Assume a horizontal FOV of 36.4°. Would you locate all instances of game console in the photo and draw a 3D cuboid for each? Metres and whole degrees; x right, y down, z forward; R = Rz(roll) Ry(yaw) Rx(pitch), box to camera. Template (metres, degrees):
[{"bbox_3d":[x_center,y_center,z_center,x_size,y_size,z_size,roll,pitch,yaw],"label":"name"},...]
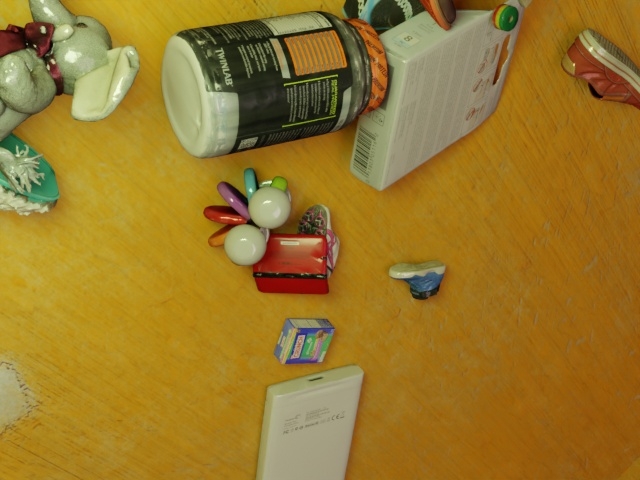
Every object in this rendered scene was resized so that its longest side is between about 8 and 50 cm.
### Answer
[{"bbox_3d":[-0.056,0.047,1.901,0.144,0.085,0.124,1,93,5],"label":"game console"}]

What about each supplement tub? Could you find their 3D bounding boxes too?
[{"bbox_3d":[-0.073,-0.263,1.601,0.338,0.207,0.207,-14,126,-27],"label":"supplement tub"}]

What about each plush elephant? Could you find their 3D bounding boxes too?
[{"bbox_3d":[-0.399,-0.258,1.346,0.255,0.272,0.330,-44,130,-21],"label":"plush elephant"}]

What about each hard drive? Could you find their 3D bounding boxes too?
[{"bbox_3d":[-0.030,0.457,2.216,0.233,0.047,0.353,-10,123,-30],"label":"hard drive"}]

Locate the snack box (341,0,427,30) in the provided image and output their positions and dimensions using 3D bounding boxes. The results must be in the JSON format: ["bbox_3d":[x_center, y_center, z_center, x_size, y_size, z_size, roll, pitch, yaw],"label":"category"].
[{"bbox_3d":[0.176,-0.491,1.637,0.187,0.060,0.322,-12,151,-29],"label":"snack box"}]

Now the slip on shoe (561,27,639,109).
[{"bbox_3d":[0.634,-0.350,2.116,0.331,0.123,0.101,21,128,-42],"label":"slip on shoe"}]

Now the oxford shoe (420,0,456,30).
[{"bbox_3d":[0.195,-0.439,1.575,0.098,0.097,0.271,-32,153,3],"label":"oxford shoe"}]

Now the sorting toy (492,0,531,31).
[{"bbox_3d":[0.368,-0.518,1.737,0.274,0.046,0.132,-55,138,-4],"label":"sorting toy"}]

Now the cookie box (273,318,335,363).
[{"bbox_3d":[-0.034,0.213,2.056,0.107,0.040,0.092,4,117,-36],"label":"cookie box"}]

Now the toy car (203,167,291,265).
[{"bbox_3d":[-0.137,-0.051,1.760,0.136,0.159,0.182,33,99,-7],"label":"toy car"}]

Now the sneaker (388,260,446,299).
[{"bbox_3d":[0.208,0.094,2.135,0.152,0.058,0.085,-6,114,-40],"label":"sneaker"}]

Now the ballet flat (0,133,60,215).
[{"bbox_3d":[-0.571,-0.146,1.406,0.147,0.147,0.409,-50,131,3],"label":"ballet flat"}]

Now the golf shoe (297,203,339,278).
[{"bbox_3d":[0.000,0.000,1.931,0.086,0.067,0.186,-34,142,-40],"label":"golf shoe"}]

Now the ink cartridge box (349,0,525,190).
[{"bbox_3d":[0.226,-0.304,1.846,0.385,0.091,0.308,-36,149,-34],"label":"ink cartridge box"}]
